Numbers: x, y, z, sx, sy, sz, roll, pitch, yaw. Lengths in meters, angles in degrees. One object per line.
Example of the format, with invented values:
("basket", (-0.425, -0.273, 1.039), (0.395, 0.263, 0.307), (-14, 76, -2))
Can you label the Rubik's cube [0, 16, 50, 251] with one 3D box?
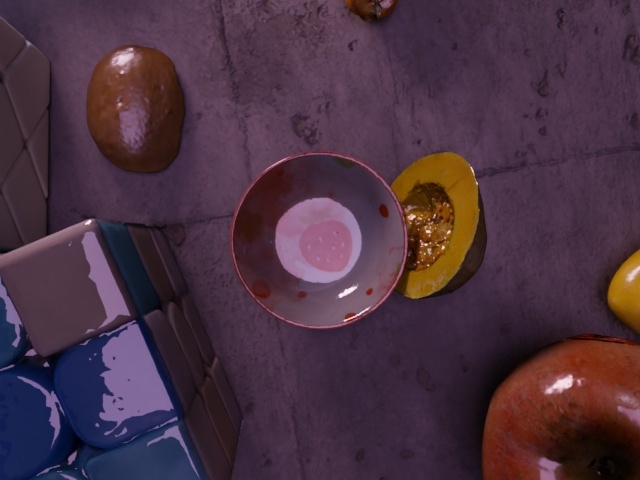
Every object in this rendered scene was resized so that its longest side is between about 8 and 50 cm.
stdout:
("Rubik's cube", (-0.565, -0.140, 0.749), (0.316, 0.322, 0.318), (-1, 88, -2))

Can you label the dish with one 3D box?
("dish", (0.000, 0.000, 0.891), (0.260, 0.085, 0.260), (0, 89, 4))

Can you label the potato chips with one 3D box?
("potato chips", (-0.287, -0.207, 0.901), (0.150, 0.049, 0.201), (4, 83, -8))

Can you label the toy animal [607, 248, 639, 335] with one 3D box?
("toy animal", (0.589, 0.120, 0.846), (0.278, 0.247, 0.345), (13, 89, -1))

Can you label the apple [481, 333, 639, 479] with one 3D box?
("apple", (0.400, 0.293, 0.806), (0.338, 0.305, 0.338), (-2, 85, 28))

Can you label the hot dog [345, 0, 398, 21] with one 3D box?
("hot dog", (0.076, -0.470, 0.915), (0.100, 0.068, 0.249), (-1, 91, -16))

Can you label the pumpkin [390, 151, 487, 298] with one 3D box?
("pumpkin", (0.180, -0.009, 0.866), (0.110, 0.217, 0.217), (21, 88, -34))

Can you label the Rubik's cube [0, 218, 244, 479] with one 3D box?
("Rubik's cube", (-0.323, 0.192, 0.745), (0.344, 0.347, 0.346), (-23, 90, -2))
